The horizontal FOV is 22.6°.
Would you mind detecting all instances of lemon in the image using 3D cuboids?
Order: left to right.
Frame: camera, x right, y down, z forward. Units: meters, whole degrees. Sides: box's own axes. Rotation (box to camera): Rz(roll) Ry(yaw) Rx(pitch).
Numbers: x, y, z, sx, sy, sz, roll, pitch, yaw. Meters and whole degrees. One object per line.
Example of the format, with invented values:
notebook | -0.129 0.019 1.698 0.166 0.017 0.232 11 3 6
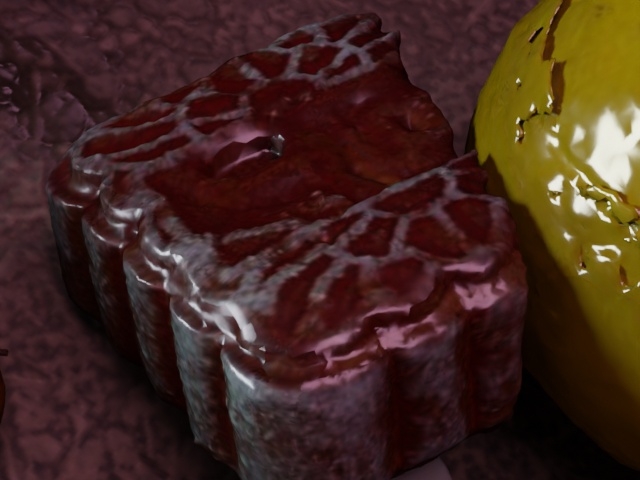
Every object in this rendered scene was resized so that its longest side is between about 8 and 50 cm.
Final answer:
lemon | 0.211 -0.017 0.723 0.297 0.297 0.297 6 61 -11

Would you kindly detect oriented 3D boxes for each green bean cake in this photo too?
green bean cake | 0.000 0.000 0.721 0.199 0.097 0.233 -24 42 -21

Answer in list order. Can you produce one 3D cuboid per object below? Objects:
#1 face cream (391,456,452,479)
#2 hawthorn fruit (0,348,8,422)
face cream | -0.049 0.169 0.671 0.077 0.077 0.250 44 60 11
hawthorn fruit | -0.176 0.070 0.701 0.081 0.081 0.093 29 30 3
